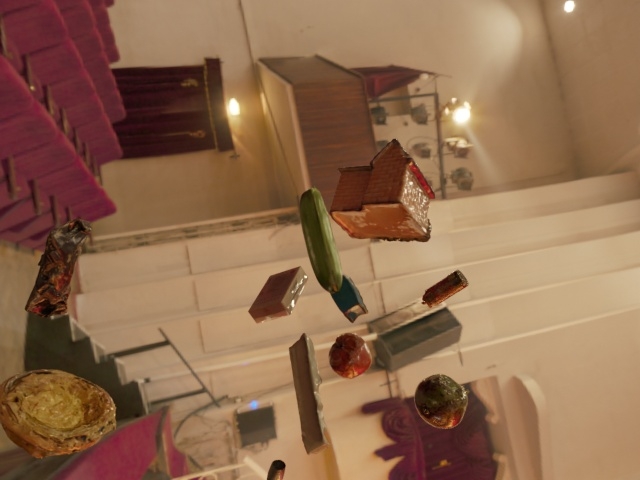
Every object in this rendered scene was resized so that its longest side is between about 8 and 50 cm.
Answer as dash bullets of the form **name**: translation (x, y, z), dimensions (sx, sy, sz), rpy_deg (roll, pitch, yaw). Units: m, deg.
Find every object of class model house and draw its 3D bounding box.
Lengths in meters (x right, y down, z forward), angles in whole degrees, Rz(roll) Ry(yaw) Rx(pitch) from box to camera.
- **model house**: translation (0.132, -0.104, 1.051), dimensions (0.166, 0.182, 0.172), rpy_deg (40, 56, -48)

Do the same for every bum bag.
- **bum bag**: translation (-0.597, 0.065, 1.161), dimensions (0.069, 0.102, 0.248), rpy_deg (22, -83, 38)

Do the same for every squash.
- **squash**: translation (-0.001, 0.001, 1.388), dimensions (0.082, 0.082, 0.293), rpy_deg (163, -88, -74)

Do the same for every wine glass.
- **wine glass**: translation (-0.171, 0.859, 1.779), dimensions (0.066, 0.066, 0.198), rpy_deg (-132, -125, -63)

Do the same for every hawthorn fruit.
- **hawthorn fruit**: translation (0.078, 0.313, 1.370), dimensions (0.128, 0.128, 0.128), rpy_deg (171, -90, -75)

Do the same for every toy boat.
- **toy boat**: translation (0.072, 0.151, 1.448), dimensions (0.077, 0.075, 0.185), rpy_deg (49, 7, -46)

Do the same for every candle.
- **candle**: translation (0.308, 0.127, 1.294), dimensions (0.130, 0.052, 0.052), rpy_deg (-37, -127, 25)

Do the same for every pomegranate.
- **pomegranate**: translation (0.376, 0.479, 1.540), dimensions (0.159, 0.205, 0.159), rpy_deg (3, -85, 44)

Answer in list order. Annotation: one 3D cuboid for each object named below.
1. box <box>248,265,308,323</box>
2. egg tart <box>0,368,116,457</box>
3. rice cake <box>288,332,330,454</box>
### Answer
- **box**: translation (-0.134, 0.175, 1.662), dimensions (0.058, 0.141, 0.201), rpy_deg (59, 28, -21)
- **egg tart**: translation (-0.646, 0.427, 1.249), dimensions (0.107, 0.290, 0.291), rpy_deg (-62, -153, 13)
- **rice cake**: translation (-0.024, 0.324, 1.097), dimensions (0.057, 0.052, 0.256), rpy_deg (-48, -141, 35)
